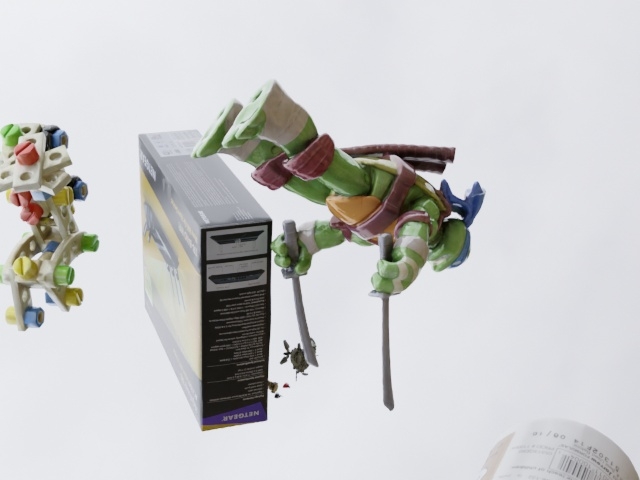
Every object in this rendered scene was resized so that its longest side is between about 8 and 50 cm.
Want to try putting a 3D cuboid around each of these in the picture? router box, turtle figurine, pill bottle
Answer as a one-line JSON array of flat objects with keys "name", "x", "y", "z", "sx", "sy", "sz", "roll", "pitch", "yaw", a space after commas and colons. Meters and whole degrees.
[{"name": "router box", "x": -0.140, "y": 0.033, "z": 1.193, "sx": 0.081, "sy": 0.309, "sz": 0.242, "roll": -7, "pitch": -65, "yaw": -19}, {"name": "turtle figurine", "x": 0.000, "y": 0.000, "z": 0.934, "sx": 0.266, "sy": 0.198, "sz": 0.274, "roll": 38, "pitch": -75, "yaw": -19}, {"name": "pill bottle", "x": 0.159, "y": 0.251, "z": 0.791, "sx": 0.229, "sy": 0.131, "sz": 0.131, "roll": -46, "pitch": -35, "yaw": -51}]

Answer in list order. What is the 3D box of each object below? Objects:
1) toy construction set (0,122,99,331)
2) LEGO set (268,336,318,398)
[{"name": "toy construction set", "x": -0.408, "y": -0.042, "z": 1.476, "sx": 0.327, "sy": 0.151, "sz": 0.215, "roll": 100, "pitch": -177, "yaw": -49}, {"name": "LEGO set", "x": -0.027, "y": 0.141, "z": 1.156, "sx": 0.054, "sy": 0.023, "sz": 0.083, "roll": 41, "pitch": -115, "yaw": -37}]
